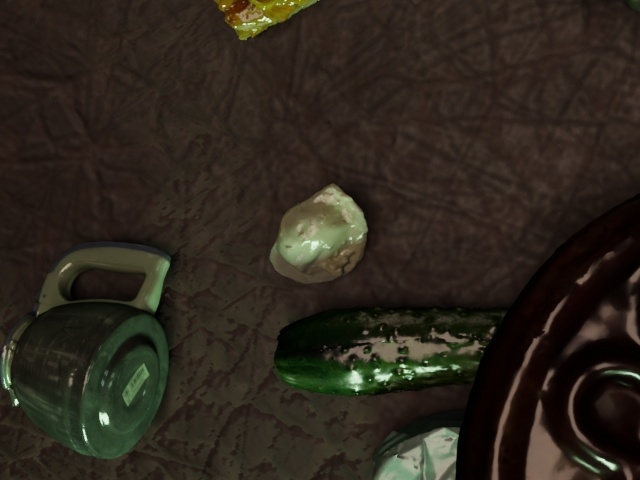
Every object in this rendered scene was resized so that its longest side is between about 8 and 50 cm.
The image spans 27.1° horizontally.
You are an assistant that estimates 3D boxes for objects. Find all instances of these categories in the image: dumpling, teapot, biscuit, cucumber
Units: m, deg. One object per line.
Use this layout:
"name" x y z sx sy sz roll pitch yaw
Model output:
"dumpling" -0.001 0.001 0.950 0.057 0.052 0.076 44 92 15
"teapot" -0.176 0.076 0.966 0.108 0.111 0.149 13 104 23
"biscuit" 0.288 0.154 0.850 0.407 0.091 0.407 0 92 -1
"cucumber" 0.078 0.075 0.938 0.227 0.069 0.069 -4 95 9

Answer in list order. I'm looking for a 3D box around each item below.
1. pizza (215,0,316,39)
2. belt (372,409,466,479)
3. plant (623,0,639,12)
"pizza" -0.034 -0.207 0.939 0.175 0.046 0.134 11 98 9
"belt" 0.124 0.201 0.933 0.198 0.078 0.151 32 99 3
"plant" 0.277 -0.195 0.837 0.274 0.149 0.146 22 143 -8
